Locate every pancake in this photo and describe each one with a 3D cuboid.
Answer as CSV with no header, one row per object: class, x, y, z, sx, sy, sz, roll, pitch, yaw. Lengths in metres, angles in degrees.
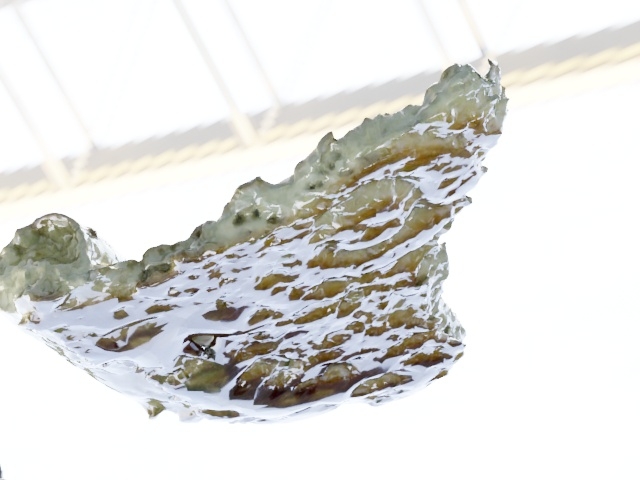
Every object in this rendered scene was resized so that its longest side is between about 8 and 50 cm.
pancake,0.000,0.000,0.801,0.244,0.266,0.057,-45,-122,34

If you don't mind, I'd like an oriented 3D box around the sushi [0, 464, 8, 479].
sushi,-0.217,0.205,1.271,0.094,0.098,0.084,-37,-159,-14
